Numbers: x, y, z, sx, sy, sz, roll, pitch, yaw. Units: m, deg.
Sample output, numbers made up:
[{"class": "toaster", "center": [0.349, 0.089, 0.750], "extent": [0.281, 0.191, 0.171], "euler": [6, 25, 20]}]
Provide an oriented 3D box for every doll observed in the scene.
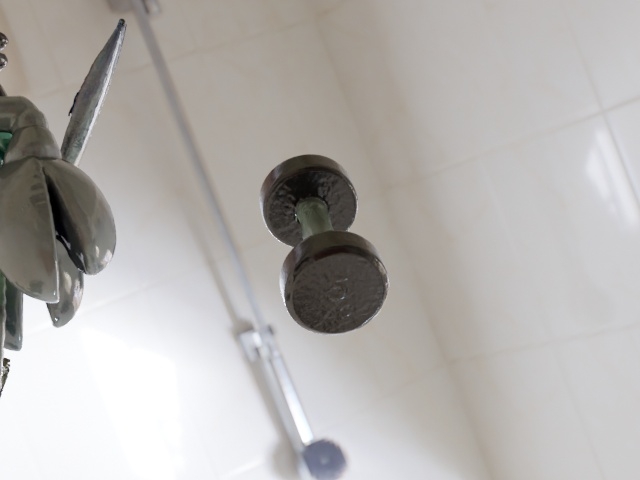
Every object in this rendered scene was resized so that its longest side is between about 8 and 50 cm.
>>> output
[{"class": "doll", "center": [-0.227, -0.021, 0.943], "extent": [0.153, 0.258, 0.195], "euler": [-1, -170, -11]}]

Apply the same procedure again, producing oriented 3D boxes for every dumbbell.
[{"class": "dumbbell", "center": [0.000, 0.000, 1.259], "extent": [0.100, 0.100, 0.191], "euler": [-22, -148, 2]}]

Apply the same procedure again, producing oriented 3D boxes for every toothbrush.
[{"class": "toothbrush", "center": [-0.262, -0.019, 1.248], "extent": [0.042, 0.413, 0.035], "euler": [19, 179, 4]}]
